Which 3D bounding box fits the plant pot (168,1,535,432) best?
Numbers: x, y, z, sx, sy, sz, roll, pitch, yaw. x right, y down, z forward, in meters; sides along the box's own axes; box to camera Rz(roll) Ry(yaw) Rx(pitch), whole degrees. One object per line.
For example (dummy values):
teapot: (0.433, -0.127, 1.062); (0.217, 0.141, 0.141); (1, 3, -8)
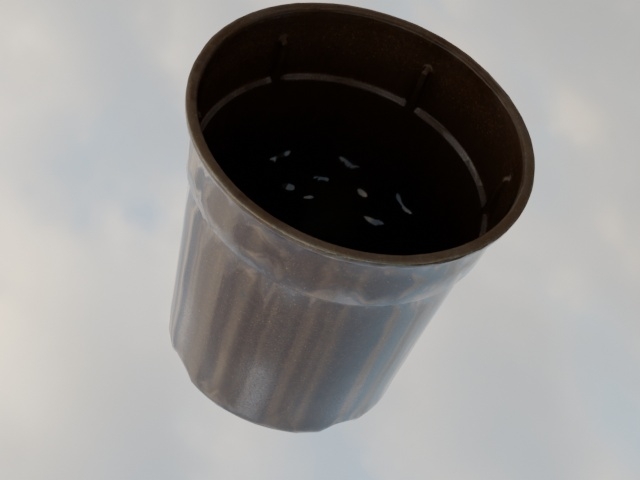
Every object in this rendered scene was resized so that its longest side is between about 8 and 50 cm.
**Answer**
plant pot: (0.000, 0.000, 0.792); (0.167, 0.165, 0.167); (10, -134, -10)
